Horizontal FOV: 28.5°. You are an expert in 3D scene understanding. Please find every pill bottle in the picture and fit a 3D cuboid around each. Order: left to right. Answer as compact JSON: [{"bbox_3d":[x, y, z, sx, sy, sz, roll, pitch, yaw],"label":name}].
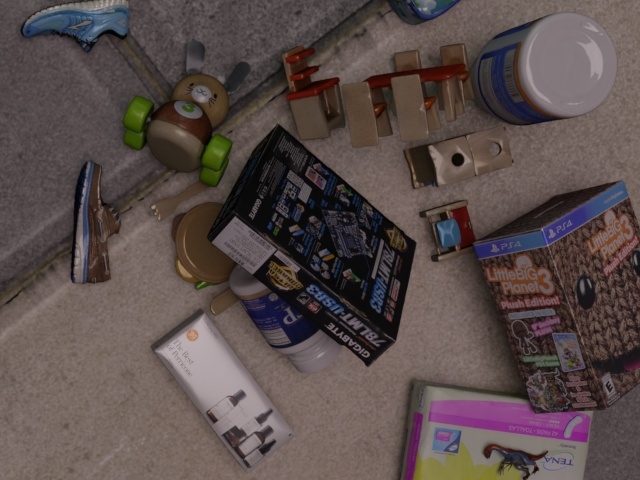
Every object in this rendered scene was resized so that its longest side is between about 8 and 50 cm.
[{"bbox_3d":[-0.046,0.105,1.891,0.112,0.112,0.187,-37,118,-10],"label":"pill bottle"},{"bbox_3d":[0.322,-0.251,1.900,0.152,0.272,0.152,0,92,-13],"label":"pill bottle"}]

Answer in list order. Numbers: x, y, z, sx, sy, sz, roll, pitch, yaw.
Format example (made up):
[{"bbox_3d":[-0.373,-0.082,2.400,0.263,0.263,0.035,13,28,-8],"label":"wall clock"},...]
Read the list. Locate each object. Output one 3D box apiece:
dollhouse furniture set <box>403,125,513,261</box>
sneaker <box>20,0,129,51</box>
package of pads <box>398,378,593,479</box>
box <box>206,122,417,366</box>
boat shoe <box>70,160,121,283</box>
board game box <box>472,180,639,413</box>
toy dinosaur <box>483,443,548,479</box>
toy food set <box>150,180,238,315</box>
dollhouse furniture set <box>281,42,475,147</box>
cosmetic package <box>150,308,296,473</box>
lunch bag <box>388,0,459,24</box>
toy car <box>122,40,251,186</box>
[{"bbox_3d":[0.229,-0.071,1.957,0.128,0.129,0.184,-16,94,-12],"label":"dollhouse furniture set"},{"bbox_3d":[-0.357,-0.311,1.847,0.162,0.063,0.073,-10,97,-13],"label":"sneaker"},{"bbox_3d":[0.275,0.356,1.998,0.296,0.101,0.229,9,89,-13],"label":"package of pads"},{"bbox_3d":[0.000,0.000,1.833,0.293,0.295,0.073,40,119,-13],"label":"box"},{"bbox_3d":[-0.331,-0.026,1.866,0.066,0.066,0.183,3,101,-18],"label":"boat shoe"},{"bbox_3d":[0.401,0.087,1.952,0.232,0.141,0.291,-27,99,-40],"label":"board game box"},{"bbox_3d":[0.294,0.334,1.942,0.082,0.047,0.090,44,47,-1],"label":"toy dinosaur"},{"bbox_3d":[-0.168,0.006,1.914,0.132,0.038,0.192,-33,99,-24],"label":"toy food set"},{"bbox_3d":[0.082,-0.233,1.863,0.259,0.262,0.135,-5,106,23],"label":"dollhouse furniture set"},{"bbox_3d":[-0.147,0.228,1.915,0.099,0.060,0.239,-38,100,-10],"label":"cosmetic package"},{"bbox_3d":[0.156,-0.463,1.951,0.176,0.090,0.219,-36,100,-12],"label":"lunch bag"},{"bbox_3d":[-0.181,-0.202,1.860,0.155,0.149,0.188,26,73,-1],"label":"toy car"}]
